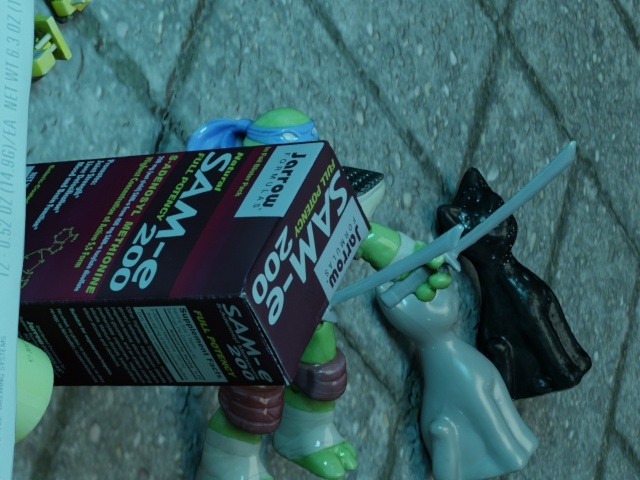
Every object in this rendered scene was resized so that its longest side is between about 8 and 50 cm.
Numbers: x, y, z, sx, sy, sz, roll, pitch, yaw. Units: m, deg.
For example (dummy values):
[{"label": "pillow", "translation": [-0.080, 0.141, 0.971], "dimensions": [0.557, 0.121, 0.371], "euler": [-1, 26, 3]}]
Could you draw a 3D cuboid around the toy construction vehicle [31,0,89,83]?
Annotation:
[{"label": "toy construction vehicle", "translation": [-0.170, -0.156, 1.234], "dimensions": [0.098, 0.035, 0.086], "euler": [-57, 134, -45]}]

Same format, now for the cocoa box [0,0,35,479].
[{"label": "cocoa box", "translation": [-0.306, -0.010, 0.687], "dimensions": [0.228, 0.347, 0.231], "euler": [16, 74, -58]}]

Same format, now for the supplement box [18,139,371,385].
[{"label": "supplement box", "translation": [-0.106, 0.015, 1.128], "dimensions": [0.073, 0.239, 0.130], "euler": [63, 38, -34]}]

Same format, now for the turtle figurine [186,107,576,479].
[{"label": "turtle figurine", "translation": [0.019, 0.057, 1.338], "dimensions": [0.198, 0.275, 0.266], "euler": [-79, 178, -67]}]

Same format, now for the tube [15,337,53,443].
[{"label": "tube", "translation": [-0.242, 0.039, 1.015], "dimensions": [0.240, 0.070, 0.062], "euler": [33, 56, -40]}]

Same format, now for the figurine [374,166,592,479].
[{"label": "figurine", "translation": [0.129, 0.072, 1.690], "dimensions": [0.215, 0.092, 0.209], "euler": [-47, 119, -49]}]

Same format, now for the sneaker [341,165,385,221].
[{"label": "sneaker", "translation": [0.000, 0.000, 1.505], "dimensions": [0.161, 0.057, 0.075], "euler": [-45, 142, -53]}]
